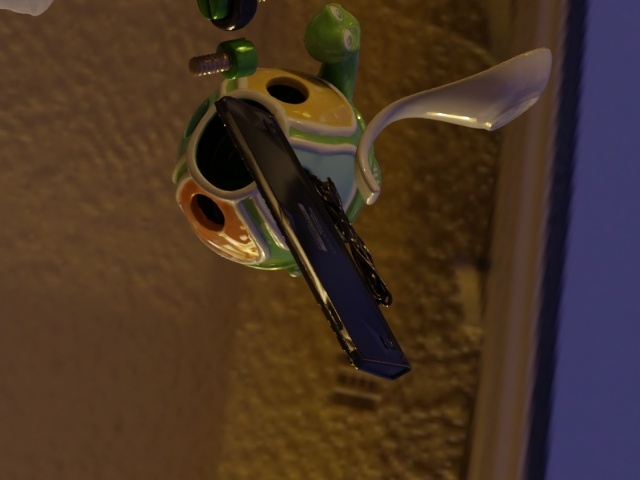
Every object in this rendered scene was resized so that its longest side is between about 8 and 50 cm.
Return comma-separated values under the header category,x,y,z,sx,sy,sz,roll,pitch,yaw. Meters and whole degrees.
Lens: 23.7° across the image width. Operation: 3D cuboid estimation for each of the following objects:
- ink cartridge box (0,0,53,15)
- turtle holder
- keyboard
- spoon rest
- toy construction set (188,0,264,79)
category,x,y,z,sx,sy,sz,roll,pitch,yaw
ink cartridge box,-0.372,-0.358,1.472,0.117,0.278,0.201,-48,169,14
turtle holder,-0.041,-0.115,1.911,0.320,0.227,0.243,-32,-108,9
keyboard,0.000,0.000,1.513,0.033,0.201,0.317,-35,-112,18
spoon rest,0.150,-0.148,1.754,0.084,0.276,0.137,56,-13,9
toy construction set,-0.045,-0.347,1.349,0.309,0.237,0.257,58,-38,23
